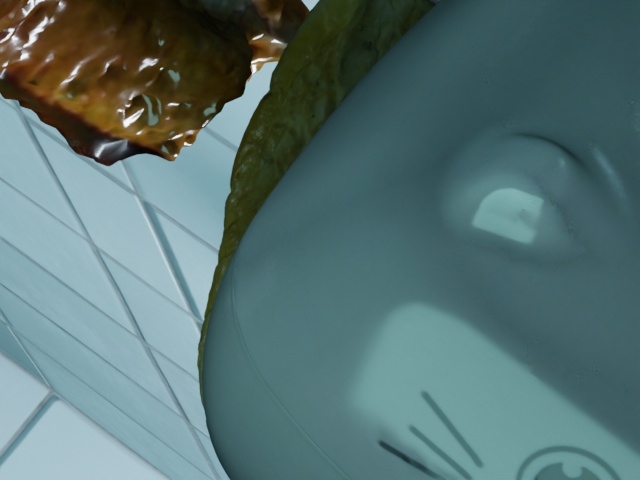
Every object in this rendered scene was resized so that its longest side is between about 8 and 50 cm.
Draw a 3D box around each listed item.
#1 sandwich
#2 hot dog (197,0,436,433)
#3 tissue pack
[{"bbox_3d":[-0.096,-0.152,0.796,0.301,0.162,0.250,31,-149,-47],"label":"sandwich"},{"bbox_3d":[0.000,0.000,0.810,0.073,0.242,0.084,-5,152,33],"label":"hot dog"},{"bbox_3d":[0.139,0.055,0.644,0.333,0.229,0.236,37,149,2],"label":"tissue pack"}]
